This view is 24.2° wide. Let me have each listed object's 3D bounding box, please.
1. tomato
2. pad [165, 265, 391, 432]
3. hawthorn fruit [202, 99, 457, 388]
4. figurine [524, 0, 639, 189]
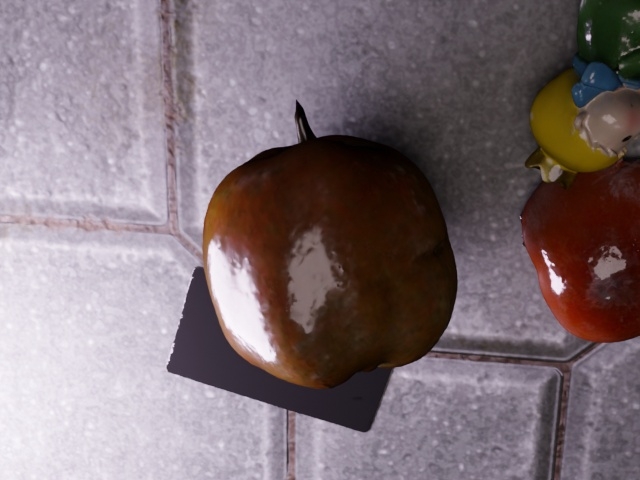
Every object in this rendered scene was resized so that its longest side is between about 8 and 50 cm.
[{"bbox_3d":[0.329,0.022,1.634,0.199,0.112,0.228,-25,113,18],"label":"tomato"},{"bbox_3d":[-0.045,0.133,1.804,0.265,0.009,0.159,18,117,-2],"label":"pad"},{"bbox_3d":[0.000,0.000,1.586,0.267,0.268,0.301,-12,108,14],"label":"hawthorn fruit"},{"bbox_3d":[0.322,-0.151,1.549,0.185,0.127,0.234,14,108,-7],"label":"figurine"}]
